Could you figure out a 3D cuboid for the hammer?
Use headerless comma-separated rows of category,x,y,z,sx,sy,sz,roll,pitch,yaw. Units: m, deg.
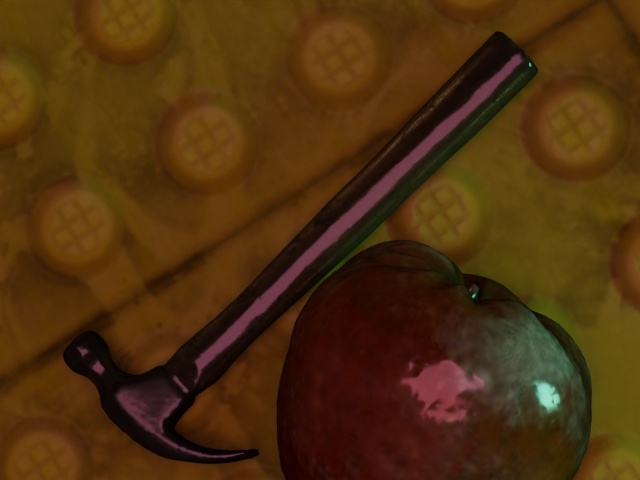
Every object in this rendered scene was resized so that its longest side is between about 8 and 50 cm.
hammer,0.000,0.000,1.322,0.440,0.044,0.168,-45,82,2

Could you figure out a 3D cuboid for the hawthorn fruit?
hawthorn fruit,0.068,0.120,1.220,0.263,0.235,0.231,-32,106,27
